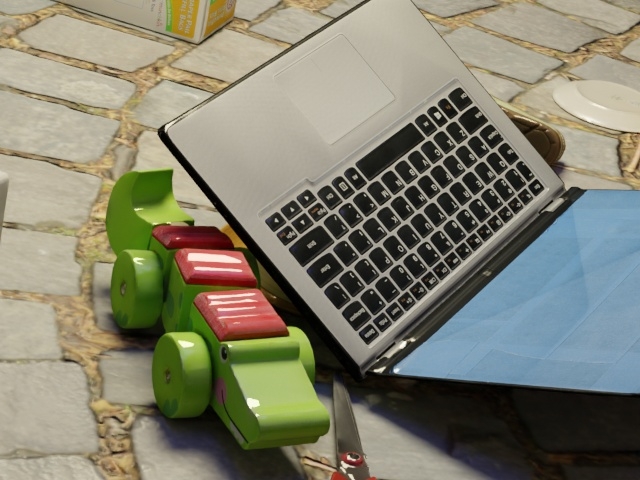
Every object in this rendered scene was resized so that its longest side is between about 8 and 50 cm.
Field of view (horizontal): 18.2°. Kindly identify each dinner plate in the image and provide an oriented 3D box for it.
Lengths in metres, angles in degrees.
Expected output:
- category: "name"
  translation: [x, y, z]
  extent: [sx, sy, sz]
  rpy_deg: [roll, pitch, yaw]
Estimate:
- category: "dinner plate"
  translation: [0.338, -0.160, 2.303]
  extent: [0.141, 0.017, 0.141]
  rpy_deg: [11, 26, -5]

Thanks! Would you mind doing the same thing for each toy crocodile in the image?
- category: "toy crocodile"
  translation: [-0.085, 0.054, 1.569]
  extent: [0.115, 0.105, 0.340]
  rpy_deg: [0, 28, -24]

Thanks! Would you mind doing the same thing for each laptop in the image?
- category: "laptop"
  translation: [0.157, -0.060, 1.660]
  extent: [0.408, 0.236, 0.382]
  rpy_deg: [50, 41, 2]

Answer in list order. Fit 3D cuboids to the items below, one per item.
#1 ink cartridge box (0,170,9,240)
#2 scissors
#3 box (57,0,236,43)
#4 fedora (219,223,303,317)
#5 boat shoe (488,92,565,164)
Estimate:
- category: "ink cartridge box"
  translation: [-0.403, -0.002, 1.534]
  extent: [0.198, 0.114, 0.273]
  rpy_deg: [24, 28, 23]
- category: "scissors"
  translation: [0.033, 0.178, 1.469]
  extent: [0.109, 0.021, 0.297]
  rpy_deg: [12, 24, 6]
- category: "box"
  translation: [-0.200, -0.313, 2.282]
  extent: [0.203, 0.103, 0.114]
  rpy_deg: [19, 27, 14]
- category: "fedora"
  translation: [0.000, 0.000, 1.749]
  extent: [0.194, 0.079, 0.194]
  rpy_deg: [10, 26, -5]
- category: "boat shoe"
  translation: [0.173, -0.129, 2.125]
  extent: [0.190, 0.068, 0.072]
  rpy_deg: [30, 17, 15]
